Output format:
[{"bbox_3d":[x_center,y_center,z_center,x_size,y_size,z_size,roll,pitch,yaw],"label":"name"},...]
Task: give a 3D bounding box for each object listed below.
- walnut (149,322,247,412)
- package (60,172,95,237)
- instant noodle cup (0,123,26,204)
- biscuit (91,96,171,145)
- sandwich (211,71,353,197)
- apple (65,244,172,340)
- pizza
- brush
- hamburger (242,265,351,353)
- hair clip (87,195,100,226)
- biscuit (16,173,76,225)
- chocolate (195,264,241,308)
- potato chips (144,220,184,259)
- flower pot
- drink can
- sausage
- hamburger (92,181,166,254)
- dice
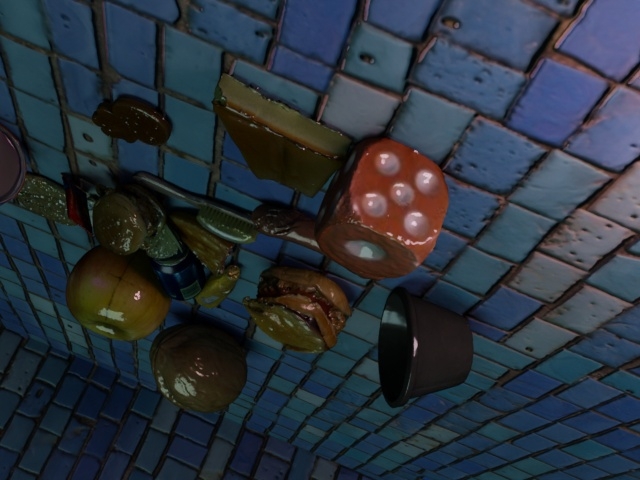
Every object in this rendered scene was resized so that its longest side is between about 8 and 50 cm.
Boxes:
[{"bbox_3d":[-0.384,0.393,2.498,0.252,0.277,0.313,-41,128,20],"label":"walnut"},{"bbox_3d":[-0.561,-0.082,1.851,0.083,0.022,0.200,50,-174,-40],"label":"package"},{"bbox_3d":[-0.797,-0.159,1.794,0.192,0.250,0.250,-11,140,35],"label":"instant noodle cup"},{"bbox_3d":[-0.362,-0.229,1.535,0.175,0.026,0.124,4,148,32],"label":"biscuit"},{"bbox_3d":[-0.091,-0.166,1.401,0.245,0.063,0.212,28,156,-8],"label":"sandwich"},{"bbox_3d":[-0.532,0.132,2.142,0.286,0.233,0.286,14,152,8],"label":"apple"},{"bbox_3d":[-0.265,0.003,1.864,0.201,0.053,0.193,29,152,21],"label":"pizza"},{"bbox_3d":[-0.272,-0.068,1.741,0.313,0.067,0.072,24,156,1],"label":"brush"},{"bbox_3d":[-0.051,0.158,1.897,0.244,0.163,0.244,25,154,13],"label":"hamburger"},{"bbox_3d":[-0.527,-0.058,1.979,0.116,0.049,0.172,26,157,1],"label":"hair clip"},{"bbox_3d":[-0.693,-0.103,2.040,0.220,0.033,0.220,17,153,9],"label":"biscuit"},{"bbox_3d":[-0.261,0.112,2.073,0.085,0.085,0.219,28,150,-12],"label":"chocolate"},{"bbox_3d":[-0.397,-0.023,1.877,0.209,0.026,0.142,17,114,34],"label":"potato chips"},{"bbox_3d":[0.234,0.238,1.773,0.166,0.269,0.269,3,156,-9],"label":"flower pot"},{"bbox_3d":[-0.356,0.063,1.998,0.118,0.118,0.205,17,153,10],"label":"drink can"},{"bbox_3d":[0.000,0.001,1.645,0.304,0.078,0.078,23,155,1],"label":"sausage"},{"bbox_3d":[-0.441,-0.057,1.787,0.185,0.131,0.159,48,134,3],"label":"hamburger"},{"bbox_3d":[0.099,-0.053,1.345,0.175,0.179,0.174,22,154,-11],"label":"dice"}]
